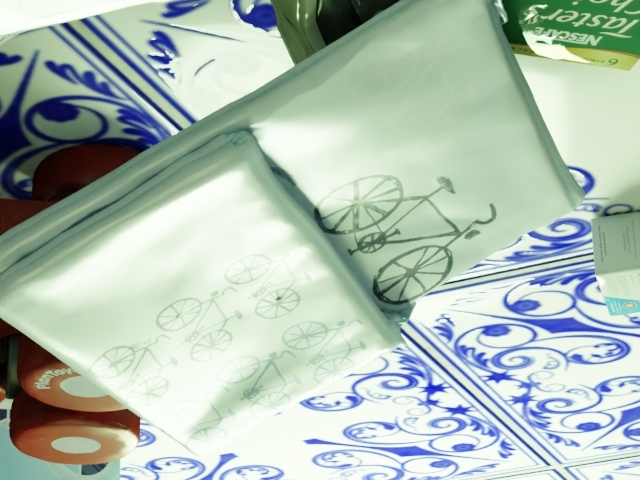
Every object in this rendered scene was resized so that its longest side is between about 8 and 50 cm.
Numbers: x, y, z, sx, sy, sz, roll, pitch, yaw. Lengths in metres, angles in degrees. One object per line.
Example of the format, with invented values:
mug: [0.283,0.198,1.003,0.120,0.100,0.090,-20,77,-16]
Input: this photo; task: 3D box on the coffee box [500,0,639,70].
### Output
coffee box: [0.165,-0.164,0.969,0.113,0.040,0.184,7,153,-16]

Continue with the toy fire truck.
toy fire truck: [-0.247,0.047,1.240,0.254,0.169,0.302,6,153,-11]

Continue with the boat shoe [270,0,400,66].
boat shoe: [0.007,-0.155,0.964,0.079,0.084,0.233,-33,146,-4]

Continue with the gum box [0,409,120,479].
gum box: [-0.241,0.163,1.456,0.041,0.184,0.157,-25,146,36]

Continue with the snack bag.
snack bag: [0.000,0.000,1.063,0.343,0.037,0.323,-31,149,4]

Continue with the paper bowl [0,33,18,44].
paper bowl: [-0.157,-0.201,0.672,0.284,0.148,0.284,-39,170,-8]

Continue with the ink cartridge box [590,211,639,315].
ink cartridge box: [0.279,0.014,1.325,0.122,0.052,0.088,-7,154,14]

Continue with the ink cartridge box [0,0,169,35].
ink cartridge box: [-0.001,-0.218,0.637,0.385,0.091,0.308,-18,161,-21]
